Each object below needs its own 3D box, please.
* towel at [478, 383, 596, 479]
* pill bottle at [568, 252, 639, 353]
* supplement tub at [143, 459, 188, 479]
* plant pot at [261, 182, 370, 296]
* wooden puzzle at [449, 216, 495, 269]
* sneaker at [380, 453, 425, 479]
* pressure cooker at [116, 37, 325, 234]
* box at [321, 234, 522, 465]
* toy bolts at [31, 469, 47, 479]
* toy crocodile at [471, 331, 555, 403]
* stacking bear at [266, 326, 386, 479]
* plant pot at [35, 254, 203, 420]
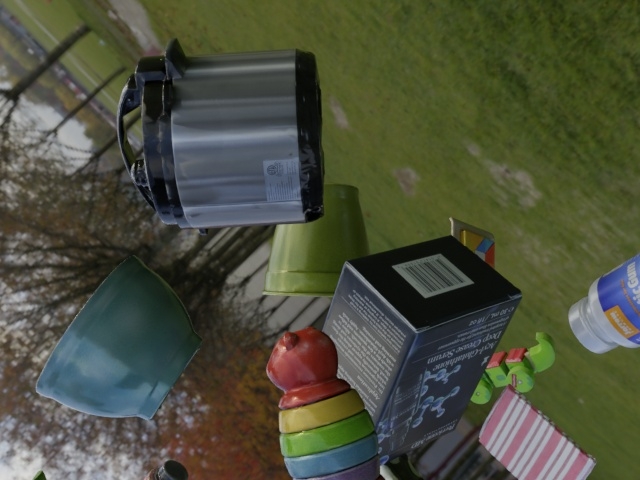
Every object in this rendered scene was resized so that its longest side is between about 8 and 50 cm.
[{"bbox_3d":[0.377,0.364,1.294,0.197,0.029,0.144,42,130,32],"label":"towel"},{"bbox_3d":[0.606,0.109,1.381,0.152,0.152,0.272,45,133,-1],"label":"pill bottle"},{"bbox_3d":[-0.401,0.630,1.795,0.106,0.197,0.106,34,-165,-10],"label":"supplement tub"},{"bbox_3d":[0.000,0.000,2.345,0.367,0.352,0.366,1,178,0],"label":"plant pot"},{"bbox_3d":[0.481,0.058,2.279,0.221,0.238,0.044,17,155,-40],"label":"wooden puzzle"},{"bbox_3d":[0.171,0.631,1.733,0.158,0.182,0.410,12,-151,-40],"label":"sneaker"},{"bbox_3d":[-0.202,-0.208,1.516,0.375,0.421,0.369,73,-167,-86],"label":"pressure cooker"},{"bbox_3d":[0.166,0.224,1.462,0.212,0.294,0.395,45,133,36],"label":"box"},{"bbox_3d":[-0.528,0.533,1.219,0.158,0.229,0.218,56,176,-5],"label":"toy bolts"},{"bbox_3d":[0.466,0.340,1.927,0.105,0.341,0.115,56,-142,-6],"label":"toy crocodile"},{"bbox_3d":[-0.002,0.282,1.170,0.175,0.164,0.288,-6,-102,-59],"label":"stacking bear"},{"bbox_3d":[-0.338,0.202,1.331,0.196,0.293,0.293,34,176,-2],"label":"plant pot"}]
